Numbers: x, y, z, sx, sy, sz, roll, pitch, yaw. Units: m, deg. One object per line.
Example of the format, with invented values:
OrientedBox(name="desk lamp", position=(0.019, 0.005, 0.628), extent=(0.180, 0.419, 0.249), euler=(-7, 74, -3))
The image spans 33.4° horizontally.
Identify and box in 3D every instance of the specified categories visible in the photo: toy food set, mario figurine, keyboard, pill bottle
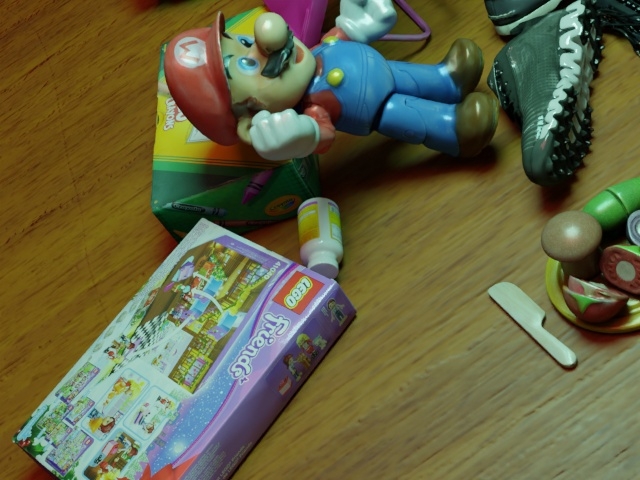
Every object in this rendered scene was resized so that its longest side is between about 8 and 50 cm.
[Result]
OrientedBox(name="toy food set", position=(0.252, 0.005, 0.902), extent=(0.218, 0.071, 0.128), euler=(-32, 45, 1))
OrientedBox(name="mario figurine", position=(0.013, -0.164, 1.020), extent=(0.321, 0.170, 0.198), euler=(3, 13, -13))
OrientedBox(name="keyboard", position=(0.339, -0.235, 1.079), extent=(0.100, 0.038, 0.192), euler=(-38, 44, -4))
OrientedBox(name="pill bottle", position=(0.000, 0.000, 1.062), extent=(0.043, 0.043, 0.083), euler=(-18, 47, 15))

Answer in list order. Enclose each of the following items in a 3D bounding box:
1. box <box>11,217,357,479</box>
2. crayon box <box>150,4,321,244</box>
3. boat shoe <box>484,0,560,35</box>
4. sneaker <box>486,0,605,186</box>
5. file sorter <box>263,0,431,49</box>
OrientedBox(name="box", position=(-0.130, 0.129, 1.016), extent=(0.201, 0.057, 0.293), euler=(24, 68, 41))
OrientedBox(name="crayon box", position=(-0.094, -0.135, 1.199), extent=(0.165, 0.081, 0.278), euler=(-18, 47, 15))
OrientedBox(name="boat shoe", position=(0.262, -0.304, 1.146), extent=(0.206, 0.065, 0.075), euler=(-37, 24, -2))
OrientedBox(name="sneaker", position=(0.211, -0.141, 1.046), extent=(0.106, 0.078, 0.234), euler=(-5, 49, 31))
OrientedBox(name="file sorter", position=(0.051, -0.383, 1.158), extent=(0.182, 0.290, 0.202), euler=(-5, 39, -26))
